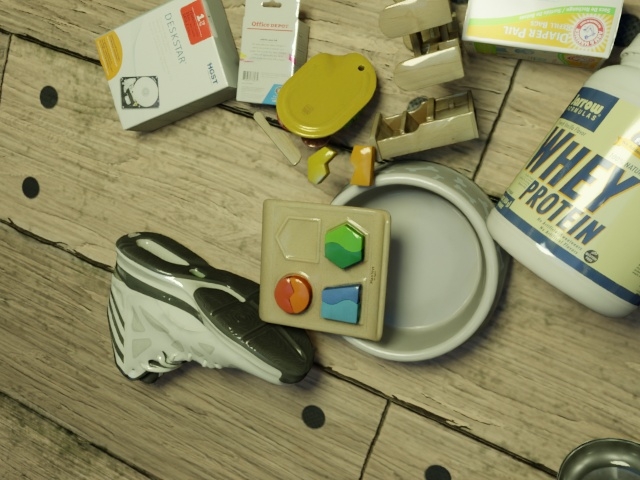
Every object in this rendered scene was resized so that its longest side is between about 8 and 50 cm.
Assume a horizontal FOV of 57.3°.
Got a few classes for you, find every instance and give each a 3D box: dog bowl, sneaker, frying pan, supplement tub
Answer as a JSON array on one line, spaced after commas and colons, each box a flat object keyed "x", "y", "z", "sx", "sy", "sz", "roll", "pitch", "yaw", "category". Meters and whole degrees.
[{"x": 0.138, "y": 0.040, "z": 0.974, "sx": 0.349, "sy": 0.102, "sz": 0.348, "roll": 3, "pitch": 98, "yaw": 18, "category": "dog bowl"}, {"x": -0.227, "y": 0.190, "z": 1.109, "sx": 0.448, "sy": 0.169, "sz": 0.257, "roll": 30, "pitch": 115, "yaw": 21, "category": "sneaker"}, {"x": 0.528, "y": 0.414, "z": 0.888, "sx": 0.326, "sy": 0.053, "sz": 0.197, "roll": 2, "pitch": 92, "yaw": 33, "category": "frying pan"}, {"x": 0.410, "y": -0.084, "z": 0.792, "sx": 0.235, "sy": 0.235, "sz": 0.324, "roll": 36, "pitch": 107, "yaw": 11, "category": "supplement tub"}]

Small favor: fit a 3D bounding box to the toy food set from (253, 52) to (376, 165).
[{"x": -0.002, "y": -0.218, "z": 0.976, "sx": 0.218, "sy": 0.071, "sz": 0.128, "roll": -44, "pitch": 74, "yaw": -10, "category": "toy food set"}]

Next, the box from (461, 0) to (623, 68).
[{"x": 0.321, "y": -0.322, "z": 0.855, "sx": 0.203, "sy": 0.114, "sz": 0.103, "roll": 13, "pitch": 102, "yaw": 16, "category": "box"}]

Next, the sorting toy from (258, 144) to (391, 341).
[{"x": 0.000, "y": 0.000, "z": 0.935, "sx": 0.229, "sy": 0.041, "sz": 0.306, "roll": 8, "pitch": 101, "yaw": 23, "category": "sorting toy"}]

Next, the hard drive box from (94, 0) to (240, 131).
[{"x": -0.272, "y": -0.322, "z": 1.071, "sx": 0.232, "sy": 0.089, "sz": 0.181, "roll": -17, "pitch": 92, "yaw": 20, "category": "hard drive box"}]

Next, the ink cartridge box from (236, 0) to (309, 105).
[{"x": -0.081, "y": -0.327, "z": 1.019, "sx": 0.105, "sy": 0.061, "sz": 0.181, "roll": 10, "pitch": 101, "yaw": 17, "category": "ink cartridge box"}]

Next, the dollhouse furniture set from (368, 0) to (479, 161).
[{"x": 0.132, "y": -0.263, "z": 0.881, "sx": 0.161, "sy": 0.212, "sz": 0.242, "roll": -11, "pitch": 121, "yaw": 19, "category": "dollhouse furniture set"}]
